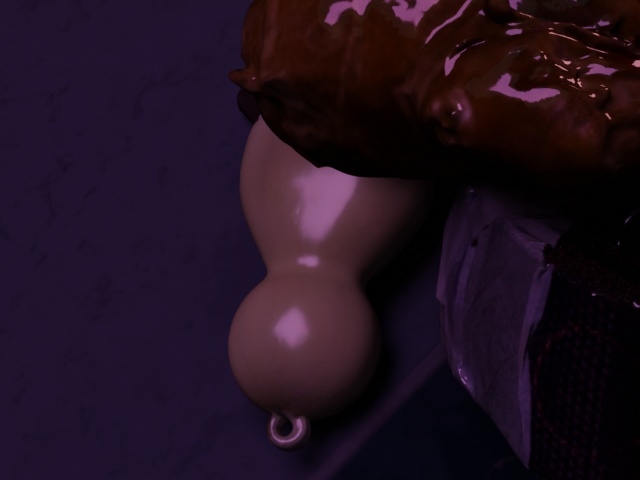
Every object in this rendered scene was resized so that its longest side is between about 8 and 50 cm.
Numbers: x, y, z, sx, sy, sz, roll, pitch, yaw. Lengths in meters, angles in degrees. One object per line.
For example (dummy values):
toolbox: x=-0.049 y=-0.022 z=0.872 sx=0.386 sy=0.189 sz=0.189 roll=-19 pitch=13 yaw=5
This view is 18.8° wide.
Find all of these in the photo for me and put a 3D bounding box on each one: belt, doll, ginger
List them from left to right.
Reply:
doll: x=0.003 y=0.005 z=1.340 sx=0.141 sy=0.117 sz=0.296 roll=6 pitch=74 yaw=16
ginger: x=0.146 y=-0.127 z=1.096 sx=0.357 sy=0.152 sz=0.274 roll=-23 pitch=23 yaw=-37
belt: x=0.170 y=0.050 z=1.065 sx=0.184 sy=0.164 sz=0.289 roll=-6 pitch=23 yaw=-14

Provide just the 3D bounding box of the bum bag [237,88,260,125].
bum bag: x=0.018 y=-0.128 z=1.475 sx=0.159 sy=0.026 sz=0.109 roll=-41 pitch=47 yaw=-2

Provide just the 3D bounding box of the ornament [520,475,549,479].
ornament: x=0.235 y=0.159 z=1.110 sx=0.236 sy=0.080 sz=0.202 roll=3 pitch=55 yaw=34
